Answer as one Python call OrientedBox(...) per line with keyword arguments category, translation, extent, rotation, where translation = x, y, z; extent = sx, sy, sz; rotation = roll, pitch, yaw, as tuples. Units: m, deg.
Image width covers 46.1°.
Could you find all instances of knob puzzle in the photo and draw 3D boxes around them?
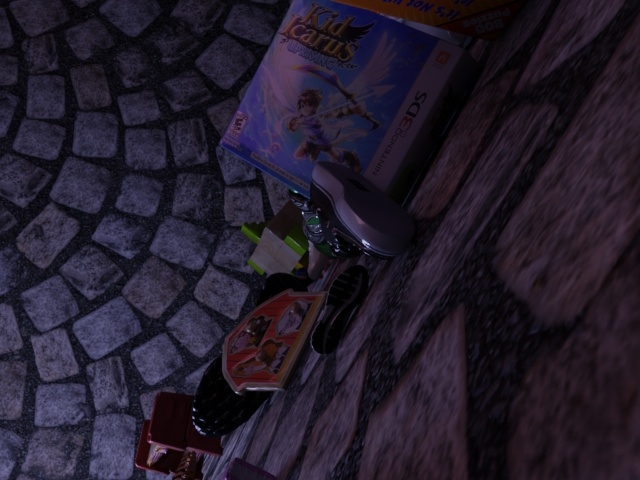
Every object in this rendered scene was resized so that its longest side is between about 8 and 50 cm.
OrientedBox(category="knob puzzle", translation=(-0.091, 0.148, 1.160), extent=(0.213, 0.030, 0.213), rotation=(-30, 33, 22))

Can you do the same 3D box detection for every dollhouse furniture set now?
OrientedBox(category="dollhouse furniture set", translation=(-0.304, 0.517, 1.516), extent=(0.201, 0.152, 0.373), rotation=(124, 156, -54))

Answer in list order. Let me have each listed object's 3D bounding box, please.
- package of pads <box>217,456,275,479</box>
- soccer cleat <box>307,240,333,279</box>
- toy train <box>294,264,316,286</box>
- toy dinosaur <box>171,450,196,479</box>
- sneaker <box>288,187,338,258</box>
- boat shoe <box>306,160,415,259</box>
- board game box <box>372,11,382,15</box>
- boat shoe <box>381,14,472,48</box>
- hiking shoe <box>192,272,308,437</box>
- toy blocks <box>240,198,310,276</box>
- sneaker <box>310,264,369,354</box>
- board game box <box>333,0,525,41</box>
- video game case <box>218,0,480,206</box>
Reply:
OrientedBox(category="package of pads", translation=(-0.085, 0.262, 0.787), extent=(0.083, 0.050, 0.032), rotation=(-57, 5, 44))
OrientedBox(category="soccer cleat", translation=(0.000, 0.000, 1.424), extent=(0.068, 0.076, 0.196), rotation=(-58, 5, 42))
OrientedBox(category="toy train", translation=(-0.025, 0.065, 1.440), extent=(0.158, 0.027, 0.036), rotation=(-21, -67, -81))
OrientedBox(category="toy dinosaur", translation=(-0.252, 0.474, 1.149), extent=(0.218, 0.164, 0.322), rotation=(-41, -3, 37))
OrientedBox(category="sneaker", translation=(0.019, -0.074, 1.164), extent=(0.134, 0.146, 0.343), rotation=(-62, 3, -17))
OrientedBox(category="boat shoe", translation=(0.031, -0.020, 0.812), extent=(0.228, 0.080, 0.076), rotation=(51, 126, 60))
OrientedBox(category="board game box", translation=(0.214, -0.472, 1.331), extent=(0.242, 0.064, 0.316), rotation=(-33, -6, -17))
OrientedBox(category="boat shoe", translation=(0.197, -0.352, 1.079), extent=(0.367, 0.136, 0.156), rotation=(-51, 9, 13))
OrientedBox(category="hiking shoe", translation=(-0.106, 0.206, 1.291), extent=(0.304, 0.113, 0.132), rotation=(-57, -13, -15))
OrientedBox(category="toy blocks", translation=(-0.024, -0.054, 1.686), extent=(0.261, 0.191, 0.381), rotation=(-50, 0, -19))
OrientedBox(category="sneaker", translation=(0.020, 0.074, 0.849), extent=(0.109, 0.040, 0.044), rotation=(-61, 1, 4))
OrientedBox(category="board game box", translation=(0.094, -0.494, 0.784), extent=(0.356, 0.357, 0.356), rotation=(123, 152, -55))
OrientedBox(category="video game case", translation=(0.026, -0.172, 0.965), extent=(0.244, 0.270, 0.061), rotation=(-61, -31, 5))
